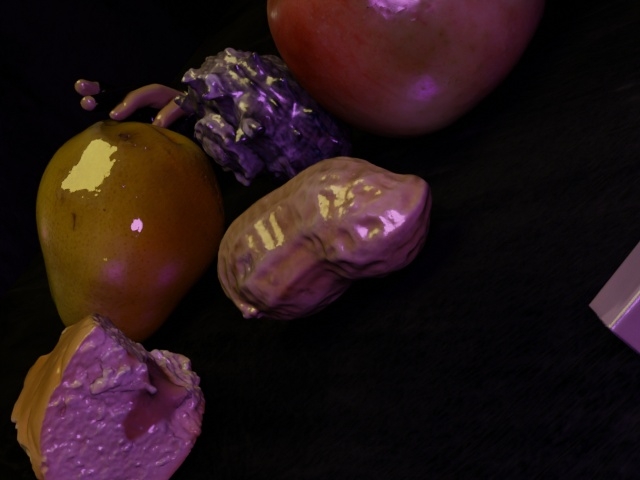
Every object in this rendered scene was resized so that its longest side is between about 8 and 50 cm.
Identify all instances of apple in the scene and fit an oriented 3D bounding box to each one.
[{"bbox_3d":[0.089,-0.275,1.650,0.319,0.277,0.319,-43,19,20],"label":"apple"}]

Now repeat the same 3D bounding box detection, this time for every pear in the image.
[{"bbox_3d":[-0.284,-0.006,2.080,0.336,0.285,0.285,-67,19,-9],"label":"pear"}]

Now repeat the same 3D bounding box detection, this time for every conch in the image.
[{"bbox_3d":[-0.068,-0.137,1.823,0.186,0.240,0.313,-71,-17,4],"label":"conch"}]

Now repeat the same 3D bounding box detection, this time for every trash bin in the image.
[{"bbox_3d":[0.232,0.028,1.000,0.092,0.043,0.061,-51,15,9],"label":"trash bin"}]

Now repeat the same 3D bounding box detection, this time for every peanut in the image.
[{"bbox_3d":[0.000,0.000,1.517,0.153,0.140,0.325,-48,14,-32],"label":"peanut"}]

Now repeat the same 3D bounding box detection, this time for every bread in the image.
[{"bbox_3d":[-0.254,0.206,1.666,0.211,0.183,0.224,-55,14,0],"label":"bread"}]

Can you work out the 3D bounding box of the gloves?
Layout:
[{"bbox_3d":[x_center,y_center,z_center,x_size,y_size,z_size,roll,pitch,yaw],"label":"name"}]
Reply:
[{"bbox_3d":[-0.278,-0.179,2.429,0.197,0.301,0.152,-41,37,30],"label":"gloves"}]
